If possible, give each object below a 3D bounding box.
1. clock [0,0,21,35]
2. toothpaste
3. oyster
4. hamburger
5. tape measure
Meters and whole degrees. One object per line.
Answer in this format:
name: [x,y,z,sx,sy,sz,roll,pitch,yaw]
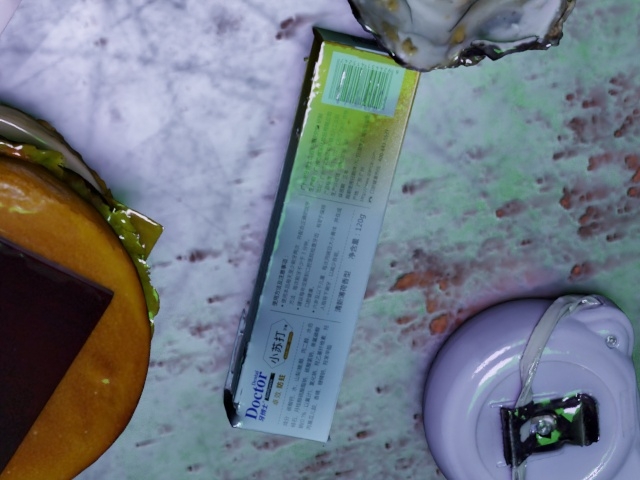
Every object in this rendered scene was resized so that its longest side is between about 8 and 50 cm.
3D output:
clock: [-0.335,-0.239,1.045,0.326,0.342,0.184,27,111,-18]
toothpaste: [0.000,0.000,1.299,0.089,0.071,0.312,10,104,-13]
oyster: [0.100,-0.224,1.238,0.223,0.083,0.214,39,79,7]
hamburger: [-0.260,0.032,1.190,0.291,0.225,0.291,-5,113,-12]
tape measure: [0.173,0.143,1.347,0.178,0.105,0.196,-16,109,-2]
